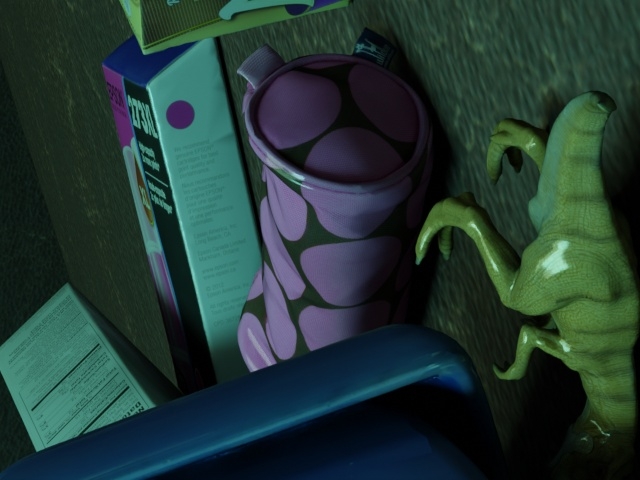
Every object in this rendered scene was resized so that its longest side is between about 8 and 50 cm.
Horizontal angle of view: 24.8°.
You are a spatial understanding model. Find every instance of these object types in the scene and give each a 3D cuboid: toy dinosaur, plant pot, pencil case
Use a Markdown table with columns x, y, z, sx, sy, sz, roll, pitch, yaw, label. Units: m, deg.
| x | y | z | sx | sy | sz | roll | pitch | yaw | label |
| --- | --- | --- | --- | --- | --- | --- | --- | --- | --- |
| 0.086 | -0.003 | 0.493 | 0.112 | 0.064 | 0.211 | 41 | 157 | 42 | toy dinosaur |
| -0.002 | 0.179 | 0.572 | 0.236 | 0.236 | 0.212 | 66 | -175 | -56 | plant pot |
| 0.000 | 0.000 | 0.718 | 0.098 | 0.095 | 0.209 | 29 | 145 | 17 | pencil case |

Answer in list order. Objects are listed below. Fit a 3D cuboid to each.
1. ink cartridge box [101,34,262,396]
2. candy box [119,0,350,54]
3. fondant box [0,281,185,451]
| x | y | z | sx | sy | sz | roll | pitch | yaw | label |
| --- | --- | --- | --- | --- | --- | --- | --- | --- | --- |
| -0.099 | -0.036 | 1.100 | 0.176 | 0.069 | 0.371 | -147 | 46 | -68 | ink cartridge box |
| -0.038 | -0.172 | 0.638 | 0.186 | 0.109 | 0.053 | 95 | 154 | -53 | candy box |
| -0.117 | 0.181 | 1.121 | 0.238 | 0.096 | 0.330 | 48 | 175 | -23 | fondant box |
